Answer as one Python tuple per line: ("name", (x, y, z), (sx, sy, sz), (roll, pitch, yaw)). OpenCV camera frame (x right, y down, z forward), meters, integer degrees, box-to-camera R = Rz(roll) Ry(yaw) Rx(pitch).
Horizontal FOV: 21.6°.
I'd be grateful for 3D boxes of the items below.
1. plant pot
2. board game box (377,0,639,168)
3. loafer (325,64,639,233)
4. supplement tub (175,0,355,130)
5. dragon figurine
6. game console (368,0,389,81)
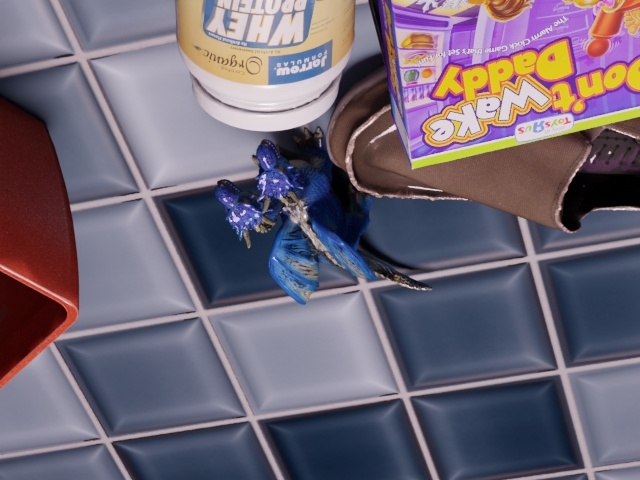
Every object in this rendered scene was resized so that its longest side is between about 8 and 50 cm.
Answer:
("plant pot", (-0.369, -0.017, 1.442), (0.267, 0.236, 0.267), (32, 129, -25))
("board game box", (0.217, -0.202, 1.285), (0.347, 0.078, 0.233), (-13, 133, -3))
("loafer", (0.185, -0.080, 1.422), (0.365, 0.130, 0.134), (-2, 134, 5))
("supplement tub", (-0.043, -0.200, 1.309), (0.144, 0.144, 0.200), (2, 134, 1))
("dragon figurine", (0.000, 0.000, 1.501), (0.085, 0.144, 0.289), (-20, 130, 21))
("game console", (0.110, -0.196, 1.343), (0.124, 0.085, 0.144), (-3, 135, 16))
